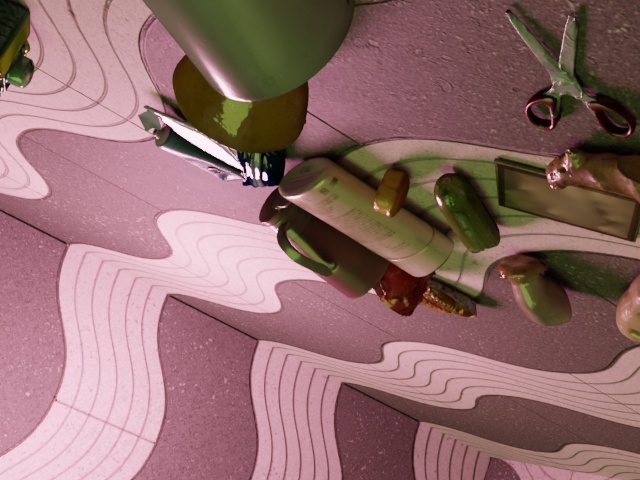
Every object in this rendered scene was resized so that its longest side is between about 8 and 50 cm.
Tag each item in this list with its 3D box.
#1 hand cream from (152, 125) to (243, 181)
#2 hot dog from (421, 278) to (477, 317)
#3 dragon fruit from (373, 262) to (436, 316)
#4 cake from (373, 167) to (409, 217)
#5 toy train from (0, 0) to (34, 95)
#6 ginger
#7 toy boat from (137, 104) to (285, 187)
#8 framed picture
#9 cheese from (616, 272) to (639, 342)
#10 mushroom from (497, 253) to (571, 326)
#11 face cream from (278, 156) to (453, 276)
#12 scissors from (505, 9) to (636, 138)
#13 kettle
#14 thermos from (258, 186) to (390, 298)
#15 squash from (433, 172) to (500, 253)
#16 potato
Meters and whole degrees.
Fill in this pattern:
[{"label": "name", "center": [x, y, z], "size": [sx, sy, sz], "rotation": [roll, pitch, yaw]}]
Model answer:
[{"label": "hand cream", "center": [-0.246, -0.168, 1.958], "size": [0.224, 0.048, 0.083], "rotation": [29, 160, -38]}, {"label": "hot dog", "center": [0.266, 0.129, 2.190], "size": [0.192, 0.053, 0.099], "rotation": [27, 167, -8]}, {"label": "dragon fruit", "center": [0.179, 0.068, 2.061], "size": [0.153, 0.153, 0.111], "rotation": [32, 118, -30]}, {"label": "cake", "center": [0.123, -0.082, 1.673], "size": [0.044, 0.084, 0.084], "rotation": [22, 164, 13]}, {"label": "toy train", "center": [-0.623, -0.353, 1.677], "size": [0.271, 0.159, 0.188], "rotation": [24, 154, -5]}, {"label": "ginger", "center": [0.441, -0.070, 1.319], "size": [0.294, 0.086, 0.131], "rotation": [20, 174, 38]}, {"label": "toy boat", "center": [-0.191, -0.180, 1.798], "size": [0.291, 0.070, 0.210], "rotation": [30, 161, -16]}, {"label": "framed picture", "center": [0.384, -0.061, 1.522], "size": [0.231, 0.010, 0.173], "rotation": [17, 163, 17]}, {"label": "cheese", "center": [0.601, 0.121, 1.669], "size": [0.159, 0.093, 0.263], "rotation": [18, 162, 11]}, {"label": "mushroom", "center": [0.410, 0.098, 1.855], "size": [0.212, 0.088, 0.097], "rotation": [43, -173, -38]}, {"label": "face cream", "center": [0.099, -0.037, 1.837], "size": [0.348, 0.081, 0.173], "rotation": [30, 158, -25]}, {"label": "scissors", "center": [0.297, -0.201, 1.193], "size": [0.144, 0.017, 0.248], "rotation": [11, 158, 32]}, {"label": "kettle", "center": [-0.092, -0.315, 1.022], "size": [0.265, 0.205, 0.318], "rotation": [14, 159, 34]}, {"label": "thermos", "center": [0.000, 0.000, 1.948], "size": [0.265, 0.176, 0.146], "rotation": [33, 125, -26]}, {"label": "squash", "center": [0.250, -0.040, 1.659], "size": [0.069, 0.069, 0.239], "rotation": [11, 160, 33]}, {"label": "potato", "center": [-0.095, -0.234, 1.372], "size": [0.203, 0.178, 0.158], "rotation": [47, 147, 3]}]
